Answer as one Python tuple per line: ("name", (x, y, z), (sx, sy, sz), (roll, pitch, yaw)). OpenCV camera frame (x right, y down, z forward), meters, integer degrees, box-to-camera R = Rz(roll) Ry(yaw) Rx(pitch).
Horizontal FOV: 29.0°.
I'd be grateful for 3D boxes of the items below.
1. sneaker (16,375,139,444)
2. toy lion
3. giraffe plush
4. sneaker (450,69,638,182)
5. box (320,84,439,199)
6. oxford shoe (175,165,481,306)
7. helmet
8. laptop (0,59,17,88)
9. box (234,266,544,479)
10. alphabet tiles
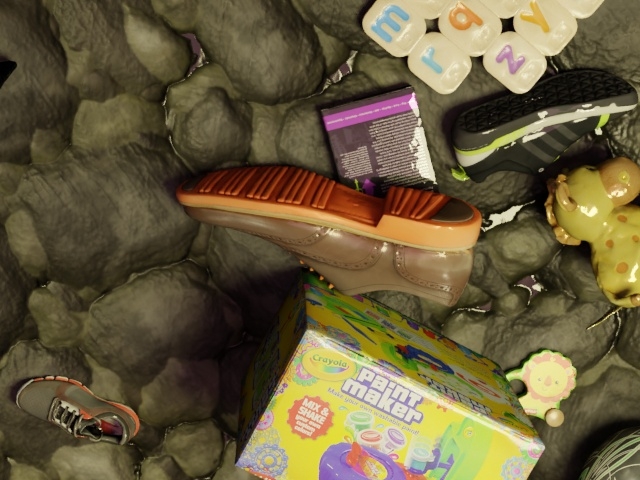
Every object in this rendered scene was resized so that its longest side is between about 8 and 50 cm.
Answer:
("sneaker", (-0.303, 0.214, 1.537), (0.158, 0.065, 0.061), (16, 101, -6))
("toy lion", (0.274, 0.185, 1.571), (0.100, 0.034, 0.096), (3, 95, -2))
("giraffe plush", (0.348, -0.023, 1.463), (0.210, 0.181, 0.170), (-36, 90, -12))
("sneaker", (0.266, -0.132, 1.489), (0.235, 0.084, 0.097), (-15, 126, 2))
("box", (0.075, -0.096, 1.502), (0.116, 0.029, 0.162), (-14, 101, 2))
("oxford shoe", (0.000, 0.000, 1.456), (0.364, 0.130, 0.132), (12, 116, 13))
("helmet", (0.402, 0.314, 1.536), (0.169, 0.169, 0.161), (-33, 118, 5))
("laptop", (-0.454, -0.093, 1.353), (0.264, 0.234, 0.136), (-14, 106, -6))
("box", (0.069, 0.198, 1.438), (0.290, 0.279, 0.177), (27, 100, -7))
("alphabet tiles", (0.185, -0.320, 1.454), (0.278, 0.021, 0.284), (38, 98, -4))
